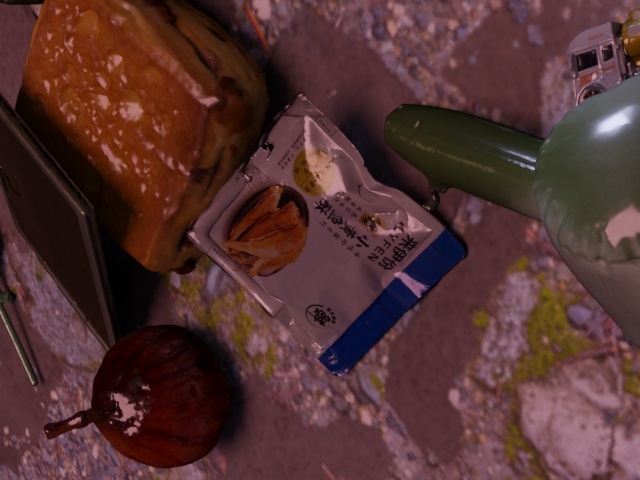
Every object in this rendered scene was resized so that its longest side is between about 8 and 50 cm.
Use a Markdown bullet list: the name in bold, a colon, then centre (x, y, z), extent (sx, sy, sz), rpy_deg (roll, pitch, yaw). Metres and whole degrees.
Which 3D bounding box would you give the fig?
- **fig**: centre (-0.154, 0.131, 0.998), extent (0.128, 0.150, 0.128), rpy_deg (-50, 27, 37)

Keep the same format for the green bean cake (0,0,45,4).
- **green bean cake**: centre (-0.327, -0.290, 0.982), extent (0.125, 0.222, 0.227), rpy_deg (-65, 35, 27)

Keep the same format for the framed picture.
- **framed picture**: centre (-0.246, -0.019, 1.038), extent (0.216, 0.016, 0.273), rpy_deg (48, 157, 24)

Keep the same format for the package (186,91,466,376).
- **package**: centre (0.000, 0.000, 0.866), extent (0.173, 0.027, 0.171), rpy_deg (44, 123, 4)

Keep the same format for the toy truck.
- **toy truck**: centre (0.205, -0.112, 0.668), extent (0.123, 0.052, 0.063), rpy_deg (-14, 85, 42)

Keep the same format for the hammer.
- **hammer**: centre (0.139, -0.027, 0.684), extent (0.119, 0.206, 0.335), rpy_deg (-53, 37, -7)

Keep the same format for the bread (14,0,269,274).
- **bread**: centre (-0.149, -0.112, 0.963), extent (0.235, 0.099, 0.210), rpy_deg (43, 128, 22)

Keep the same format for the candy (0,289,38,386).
- **candy**: centre (-0.345, 0.064, 1.212), extent (0.060, 0.060, 0.201), rpy_deg (-31, 84, 42)
